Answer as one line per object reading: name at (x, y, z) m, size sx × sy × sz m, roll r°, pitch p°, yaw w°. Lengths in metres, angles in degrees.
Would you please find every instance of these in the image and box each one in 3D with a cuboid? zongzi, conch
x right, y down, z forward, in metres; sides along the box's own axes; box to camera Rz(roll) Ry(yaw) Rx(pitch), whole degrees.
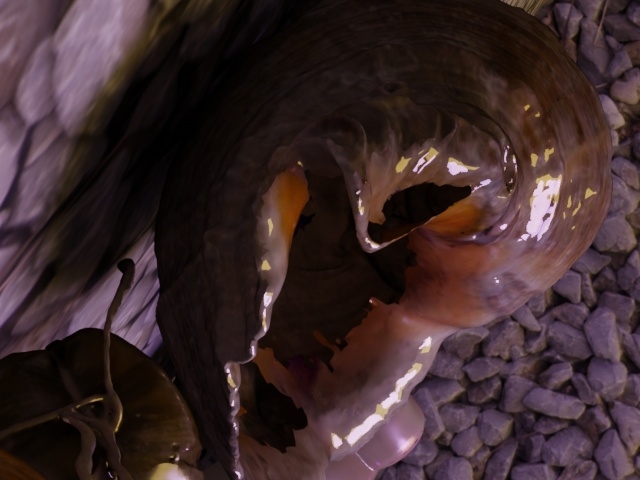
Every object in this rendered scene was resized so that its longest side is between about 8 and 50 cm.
zongzi at (-0.065, 0.111, 0.573) m, size 0.241 × 0.111 × 0.248 m, roll -12°, pitch 143°, yaw -48°
conch at (0.005, -0.013, 0.785) m, size 0.352 × 0.210 × 0.297 m, roll 14°, pitch 104°, yaw -59°

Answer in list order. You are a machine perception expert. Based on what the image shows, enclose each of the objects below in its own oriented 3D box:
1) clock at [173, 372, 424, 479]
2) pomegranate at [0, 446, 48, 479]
clock at (-0.054, 0.185, 1.253) m, size 0.284 × 0.114 × 0.309 m, roll -41°, pitch -162°, yaw -11°
pomegranate at (-0.133, 0.163, 0.315) m, size 0.260 × 0.260 × 0.260 m, roll -55°, pitch 175°, yaw -7°
